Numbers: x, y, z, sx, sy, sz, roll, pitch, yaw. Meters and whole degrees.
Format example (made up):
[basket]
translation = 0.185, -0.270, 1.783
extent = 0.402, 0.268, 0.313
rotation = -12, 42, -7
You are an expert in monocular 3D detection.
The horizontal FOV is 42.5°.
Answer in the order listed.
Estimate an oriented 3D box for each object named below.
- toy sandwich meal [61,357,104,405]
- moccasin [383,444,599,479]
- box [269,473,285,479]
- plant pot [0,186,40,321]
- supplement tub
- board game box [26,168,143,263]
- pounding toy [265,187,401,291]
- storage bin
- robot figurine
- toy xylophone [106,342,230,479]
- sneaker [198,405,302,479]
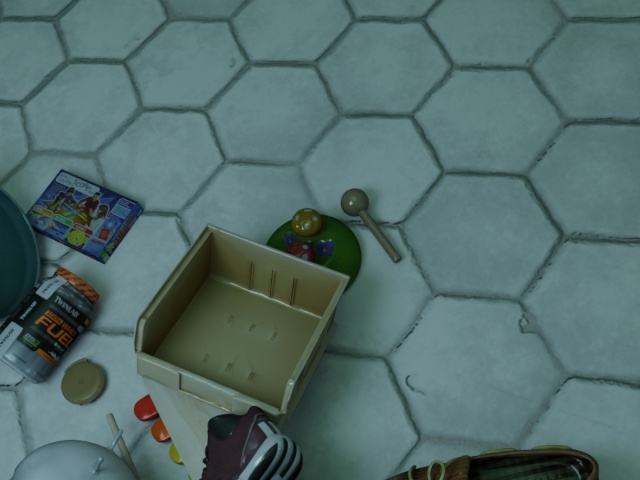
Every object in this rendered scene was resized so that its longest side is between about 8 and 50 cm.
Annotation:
[toy sandwich meal]
translation = -0.416, 0.250, 1.444
extent = 0.085, 0.029, 0.086
rotation = -3, 63, 5
[moccasin]
translation = 0.209, 0.374, 1.177
extent = 0.380, 0.147, 0.139
rotation = -9, 59, 6
[box]
translation = -0.079, 0.441, 1.149
extent = 0.183, 0.231, 0.056
rotation = -42, 58, -15
[plant pot]
translation = -0.694, 0.039, 1.496
extent = 0.196, 0.293, 0.293
rotation = -22, 55, 29
[supplement tub]
translation = -0.488, 0.148, 1.463
extent = 0.117, 0.117, 0.190
rotation = 26, 69, 23
[board game box]
translation = -0.468, -0.050, 1.621
extent = 0.201, 0.035, 0.136
rotation = 23, 68, 22
[pounding toy]
translation = 0.000, 0.000, 1.456
extent = 0.236, 0.110, 0.183
rotation = -27, 59, -4
[storage bin]
translation = -0.126, 0.136, 1.327
extent = 0.262, 0.123, 0.260
rotation = 20, 45, 10
[robot figurine]
translation = -0.389, 0.440, 1.194
extent = 0.199, 0.300, 0.353
rotation = 30, 95, -16
[toy xylophone]
translation = -0.207, 0.312, 1.334
extent = 0.236, 0.081, 0.323
rotation = -24, 59, -3
[sneaker]
translation = -0.149, 0.364, 1.209
extent = 0.281, 0.106, 0.162
rotation = -50, 40, 5
